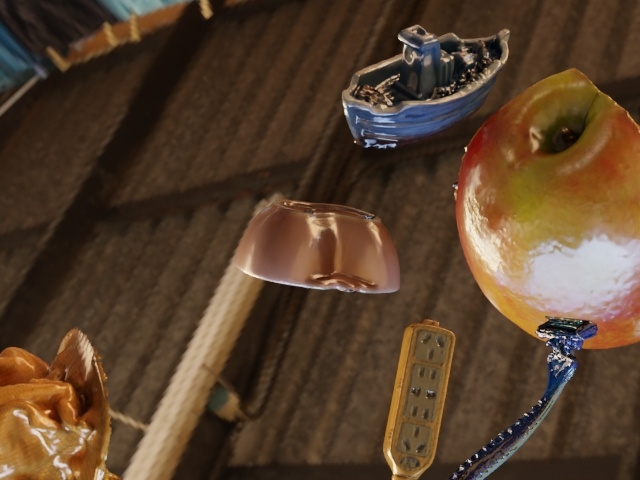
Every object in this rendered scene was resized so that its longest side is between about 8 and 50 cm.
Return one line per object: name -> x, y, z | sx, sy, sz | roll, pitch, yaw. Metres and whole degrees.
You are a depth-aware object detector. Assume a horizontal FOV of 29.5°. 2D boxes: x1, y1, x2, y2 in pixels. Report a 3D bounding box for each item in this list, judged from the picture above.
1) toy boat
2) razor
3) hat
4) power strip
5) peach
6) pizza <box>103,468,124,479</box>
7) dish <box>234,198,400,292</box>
toy boat -> 0.145, -0.222, 1.612 | 0.309, 0.142, 0.129 | -26, -131, -33
razor -> 0.191, 0.218, 1.317 | 0.324, 0.056, 0.093 | -49, -166, -15
hat -> -0.361, 0.198, 1.223 | 0.244, 0.233, 0.233 | 3, -92, 63
power strip -> 0.093, 0.163, 1.167 | 0.028, 0.049, 0.178 | 129, -28, -80
peach -> 0.343, 0.001, 1.547 | 0.306, 0.380, 0.242 | -36, -132, 13
pizza -> -0.335, 0.349, 1.763 | 0.178, 0.131, 0.041 | -4, -141, 23
dish -> 0.000, 0.000, 1.510 | 0.213, 0.213, 0.090 | 21, -76, 54
